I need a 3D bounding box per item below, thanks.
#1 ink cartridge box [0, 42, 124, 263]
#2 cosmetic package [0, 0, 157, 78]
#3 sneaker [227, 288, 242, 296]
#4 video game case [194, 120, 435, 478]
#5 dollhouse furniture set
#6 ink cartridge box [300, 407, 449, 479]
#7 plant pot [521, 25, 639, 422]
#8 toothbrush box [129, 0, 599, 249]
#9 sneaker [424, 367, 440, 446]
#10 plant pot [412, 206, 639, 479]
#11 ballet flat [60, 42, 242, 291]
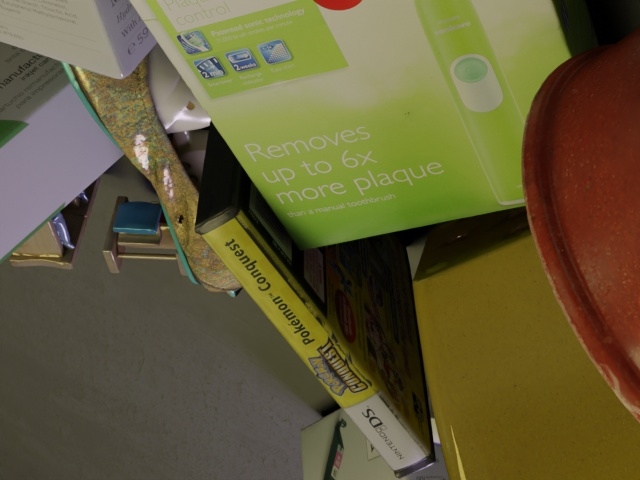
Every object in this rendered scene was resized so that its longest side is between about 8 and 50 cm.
[{"bbox_3d":[-0.337,-0.117,1.034,0.278,0.201,0.117,29,152,30],"label":"ink cartridge box"},{"bbox_3d":[-0.171,-0.237,0.779,0.152,0.151,0.183,20,148,25],"label":"cosmetic package"},{"bbox_3d":[-0.108,0.018,1.195,0.069,0.038,0.098,31,150,6],"label":"sneaker"},{"bbox_3d":[0.000,0.000,0.860,0.035,0.274,0.248,-28,119,16],"label":"video game case"},{"bbox_3d":[-0.216,-0.058,1.144,0.184,0.128,0.129,3,143,7],"label":"dollhouse furniture set"},{"bbox_3d":[0.059,0.294,1.240,0.060,0.238,0.275,4,159,-22],"label":"ink cartridge box"},{"bbox_3d":[0.273,-0.050,0.484,0.272,0.272,0.265,39,136,-6],"label":"plant pot"},{"bbox_3d":[0.029,-0.139,0.647,0.206,0.122,0.283,-11,137,20],"label":"toothbrush box"},{"bbox_3d":[0.210,0.199,1.032,0.323,0.130,0.236,1,132,37],"label":"sneaker"},{"bbox_3d":[0.168,0.062,0.767,0.212,0.212,0.187,-24,99,16],"label":"plant pot"},{"bbox_3d":[-0.106,-0.089,0.985,0.123,0.123,0.348,13,143,34],"label":"ballet flat"}]
